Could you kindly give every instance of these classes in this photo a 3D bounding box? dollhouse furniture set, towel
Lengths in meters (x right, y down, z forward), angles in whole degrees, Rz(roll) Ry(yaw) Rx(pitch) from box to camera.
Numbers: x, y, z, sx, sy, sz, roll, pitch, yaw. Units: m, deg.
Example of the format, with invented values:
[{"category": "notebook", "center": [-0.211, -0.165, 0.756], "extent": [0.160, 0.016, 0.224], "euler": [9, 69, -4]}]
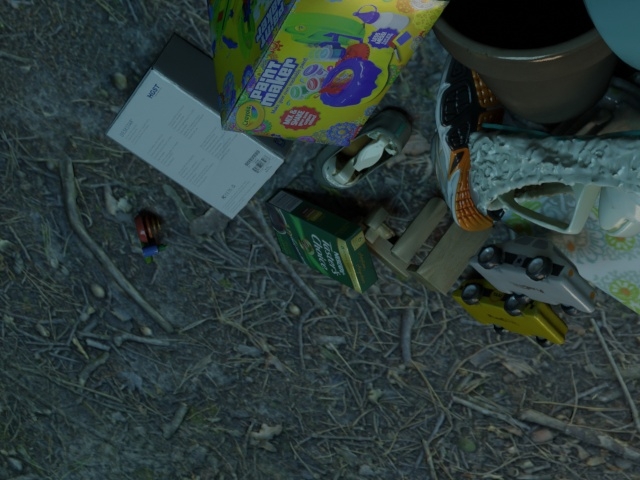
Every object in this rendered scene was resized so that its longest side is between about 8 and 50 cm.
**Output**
[{"category": "dollhouse furniture set", "center": [0.144, -0.017, 2.319], "extent": [0.144, 0.123, 0.151], "euler": [40, 172, -15]}, {"category": "towel", "center": [0.456, -0.041, 2.092], "extent": [0.374, 0.090, 0.320], "euler": [33, 142, -8]}]

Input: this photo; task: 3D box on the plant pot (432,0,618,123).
[{"category": "plant pot", "center": [0.263, -0.260, 1.863], "extent": [0.263, 0.263, 0.229], "euler": [9, 154, 19]}]

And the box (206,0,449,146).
[{"category": "box", "center": [-0.007, -0.313, 1.856], "extent": [0.177, 0.279, 0.290], "euler": [6, 147, -23]}]

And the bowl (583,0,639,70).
[{"category": "bowl", "center": [0.388, -0.294, 1.641], "extent": [0.163, 0.311, 0.311], "euler": [-5, 132, 49]}]

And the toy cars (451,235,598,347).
[{"category": "toy cars", "center": [0.295, 0.060, 2.203], "extent": [0.176, 0.087, 0.393], "euler": [31, 166, 6]}]

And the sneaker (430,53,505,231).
[{"category": "sneaker", "center": [0.185, -0.148, 2.111], "extent": [0.099, 0.121, 0.262], "euler": [-11, 117, -17]}]

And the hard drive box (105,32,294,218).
[{"category": "hard drive box", "center": [-0.171, -0.164, 2.278], "extent": [0.232, 0.089, 0.181], "euler": [34, 138, -10]}]

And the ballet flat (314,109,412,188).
[{"category": "ballet flat", "center": [0.049, -0.117, 2.230], "extent": [0.072, 0.068, 0.213], "euler": [39, 138, -14]}]

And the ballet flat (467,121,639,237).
[{"category": "ballet flat", "center": [0.342, -0.069, 1.901], "extent": [0.409, 0.147, 0.147], "euler": [9, 141, 51]}]

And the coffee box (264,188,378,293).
[{"category": "coffee box", "center": [0.000, 0.000, 2.346], "extent": [0.184, 0.040, 0.113], "euler": [27, 147, 40]}]

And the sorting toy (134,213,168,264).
[{"category": "sorting toy", "center": [-0.274, -0.002, 2.538], "extent": [0.042, 0.061, 0.102], "euler": [-15, 142, -6]}]
